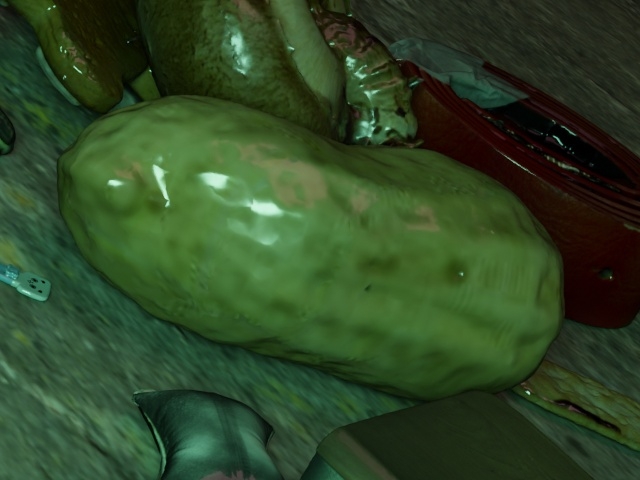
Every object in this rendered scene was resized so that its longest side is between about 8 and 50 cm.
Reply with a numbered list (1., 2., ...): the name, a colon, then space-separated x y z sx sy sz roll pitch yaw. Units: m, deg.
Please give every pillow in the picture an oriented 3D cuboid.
1. pillow: -0.061 0.130 1.143 0.091 0.055 0.136 -8 29 -6

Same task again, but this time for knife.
1. knife: -0.220 0.014 1.251 0.096 0.010 0.027 25 24 -11

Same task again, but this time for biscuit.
1. biscuit: 0.204 0.126 1.500 0.147 0.018 0.071 24 22 -11
2. biscuit: -0.176 -0.175 1.568 0.197 0.049 0.301 59 19 3

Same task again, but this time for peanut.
1. peanut: 0.000 0.000 1.333 0.387 0.169 0.192 18 21 -24

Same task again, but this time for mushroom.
1. mushroom: -0.045 -0.157 1.552 0.278 0.163 0.297 54 19 -2

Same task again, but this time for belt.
1. belt: 0.168 -0.057 1.703 0.324 0.115 0.227 33 22 3

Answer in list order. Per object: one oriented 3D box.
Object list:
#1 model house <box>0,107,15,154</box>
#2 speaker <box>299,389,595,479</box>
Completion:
1. model house: -0.306 -0.194 1.416 0.279 0.205 0.218 55 20 -17
2. speaker: 0.093 0.217 1.031 0.231 0.153 0.192 41 26 24
